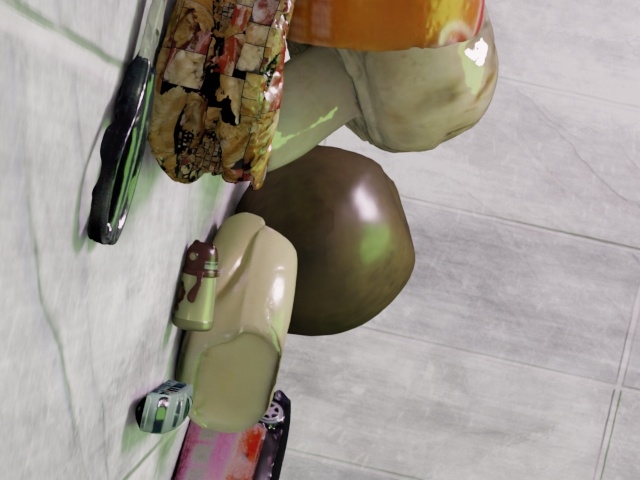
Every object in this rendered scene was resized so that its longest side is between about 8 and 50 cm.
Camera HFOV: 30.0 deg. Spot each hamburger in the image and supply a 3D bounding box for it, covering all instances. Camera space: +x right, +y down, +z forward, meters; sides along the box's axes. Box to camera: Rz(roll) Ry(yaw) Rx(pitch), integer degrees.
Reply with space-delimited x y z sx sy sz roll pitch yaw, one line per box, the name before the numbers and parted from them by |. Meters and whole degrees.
hamburger | -0.077 -0.151 1.023 0.231 0.107 0.231 8 90 -90

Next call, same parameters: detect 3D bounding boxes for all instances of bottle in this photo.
bottle | -0.140 0.050 1.354 0.063 0.047 0.101 15 -82 56

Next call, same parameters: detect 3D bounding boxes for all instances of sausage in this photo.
sausage | 0.052 -0.338 1.122 0.233 0.233 0.287 -73 168 -60

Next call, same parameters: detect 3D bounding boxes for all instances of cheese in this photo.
cheese | -0.104 0.109 1.540 0.233 0.127 0.266 -79 -178 -49

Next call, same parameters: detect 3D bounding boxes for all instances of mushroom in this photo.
mushroom | 0.031 -0.210 1.414 0.336 0.314 0.314 -32 160 -17

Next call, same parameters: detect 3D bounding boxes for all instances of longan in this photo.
longan | 0.000 0.000 1.731 0.350 0.288 0.288 88 15 -78

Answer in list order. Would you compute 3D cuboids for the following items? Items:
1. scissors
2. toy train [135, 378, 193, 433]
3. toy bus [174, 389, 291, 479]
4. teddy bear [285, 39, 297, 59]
scissors | -0.126 -0.144 0.874 0.109 0.022 0.300 152 -51 -88
toy train | -0.168 0.182 1.308 0.207 0.047 0.043 83 19 -87
toy bus | -0.134 0.342 1.747 0.302 0.147 0.127 -78 179 -48
teddy bear | 0.005 -0.359 1.727 0.129 0.182 0.251 -12 122 -47
